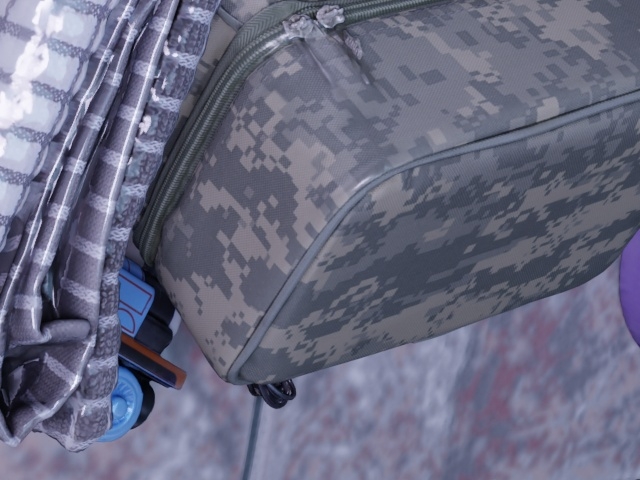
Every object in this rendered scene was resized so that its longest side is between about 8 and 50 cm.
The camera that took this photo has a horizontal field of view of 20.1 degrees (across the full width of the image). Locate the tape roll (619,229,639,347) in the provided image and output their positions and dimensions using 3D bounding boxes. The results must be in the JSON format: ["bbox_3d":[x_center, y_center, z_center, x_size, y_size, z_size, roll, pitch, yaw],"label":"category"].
[{"bbox_3d":[0.307,0.014,1.286,0.189,0.080,0.189,-13,112,-34],"label":"tape roll"}]

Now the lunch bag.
[{"bbox_3d":[0.025,-0.097,0.939,0.305,0.256,0.213,-17,152,-32],"label":"lunch bag"}]

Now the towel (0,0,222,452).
[{"bbox_3d":[-0.162,-0.056,0.778,0.121,0.283,0.235,19,95,-40],"label":"towel"}]

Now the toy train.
[{"bbox_3d":[-0.145,0.033,0.957,0.184,0.080,0.105,35,78,-39],"label":"toy train"}]

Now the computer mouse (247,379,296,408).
[{"bbox_3d":[0.000,0.000,1.078,0.193,0.042,0.106,-50,124,-5],"label":"computer mouse"}]
